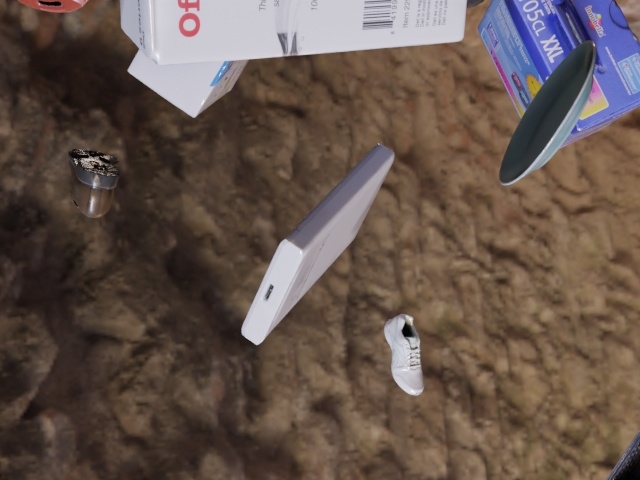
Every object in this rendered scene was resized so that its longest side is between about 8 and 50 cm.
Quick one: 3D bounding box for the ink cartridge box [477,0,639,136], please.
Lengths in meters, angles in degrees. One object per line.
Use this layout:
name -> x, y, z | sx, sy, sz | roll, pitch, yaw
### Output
ink cartridge box -> 0.395, -0.305, 1.633 | 0.270, 0.151, 0.395 | 64, 180, 3

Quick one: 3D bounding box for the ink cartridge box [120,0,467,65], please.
ink cartridge box -> -0.022, -0.273, 0.855 | 0.121, 0.289, 0.211 | -135, 42, -55

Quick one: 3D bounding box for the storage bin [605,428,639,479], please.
storage bin -> 0.382, 0.229, 1.021 | 0.084, 0.122, 0.180 | 3, -61, -55

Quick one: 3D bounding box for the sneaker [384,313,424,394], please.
sneaker -> 0.157, 0.206, 1.838 | 0.061, 0.054, 0.152 | -44, 56, 55

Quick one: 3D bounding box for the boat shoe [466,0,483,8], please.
boat shoe -> 0.026, -0.353, 1.161 | 0.340, 0.158, 0.127 | 43, 151, 35

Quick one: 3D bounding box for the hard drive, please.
hard drive -> 0.000, 0.000, 1.728 | 0.353, 0.047, 0.233 | -46, -14, -48

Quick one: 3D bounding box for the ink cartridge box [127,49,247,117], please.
ink cartridge box -> -0.249, -0.392, 2.083 | 0.171, 0.168, 0.232 | -54, 2, 25

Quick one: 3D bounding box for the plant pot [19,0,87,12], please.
plant pot -> -0.382, -0.504, 1.507 | 0.272, 0.272, 0.265 | 68, -145, -52

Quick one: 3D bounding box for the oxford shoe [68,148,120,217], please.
oxford shoe -> -0.369, -0.091, 1.614 | 0.227, 0.083, 0.096 | -120, 43, -70

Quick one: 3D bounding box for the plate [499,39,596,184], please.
plate -> 0.263, -0.139, 1.145 | 0.188, 0.024, 0.188 | -60, 7, 11
